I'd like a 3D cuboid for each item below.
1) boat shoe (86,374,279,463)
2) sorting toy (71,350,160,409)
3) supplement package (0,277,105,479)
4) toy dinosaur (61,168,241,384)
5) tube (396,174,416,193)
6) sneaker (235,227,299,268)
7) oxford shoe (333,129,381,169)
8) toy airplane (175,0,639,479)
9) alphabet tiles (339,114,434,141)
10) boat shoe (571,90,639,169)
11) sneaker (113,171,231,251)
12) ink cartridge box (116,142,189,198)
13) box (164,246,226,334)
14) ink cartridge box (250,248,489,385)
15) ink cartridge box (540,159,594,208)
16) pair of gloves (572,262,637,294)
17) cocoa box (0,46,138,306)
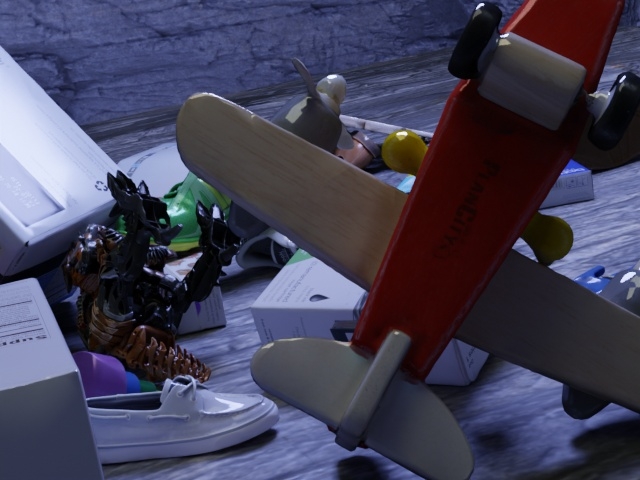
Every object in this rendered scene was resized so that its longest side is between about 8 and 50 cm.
[{"bbox_3d":[-0.132,0.156,1.095,0.184,0.063,0.066,-8,14,8],"label":"boat shoe"},{"bbox_3d":[-0.302,0.135,1.281,0.365,0.127,0.126,7,-8,41],"label":"sorting toy"},{"bbox_3d":[-0.272,0.160,0.936,0.175,0.177,0.293,-13,15,-16],"label":"supplement package"},{"bbox_3d":[-0.189,0.059,1.333,0.322,0.218,0.164,37,14,30],"label":"toy dinosaur"},{"bbox_3d":[0.188,-0.115,2.003,0.080,0.052,0.207,-13,17,29],"label":"tube"},{"bbox_3d":[0.000,0.000,1.615,0.235,0.090,0.095,-9,23,25],"label":"sneaker"},{"bbox_3d":[0.044,-0.161,2.230,0.076,0.076,0.212,-48,11,-4],"label":"oxford shoe"},{"bbox_3d":[0.108,0.008,1.001,0.384,0.386,0.272,-18,1,8],"label":"toy airplane"},{"bbox_3d":[0.117,-0.211,2.276,0.278,0.021,0.284,13,6,16],"label":"alphabet tiles"},{"bbox_3d":[0.379,-0.165,1.906,0.341,0.121,0.110,-17,17,-22],"label":"boat shoe"},{"bbox_3d":[-0.149,-0.067,1.583,0.295,0.123,0.109,-24,19,-31],"label":"sneaker"},{"bbox_3d":[-0.268,-0.104,2.156,0.308,0.091,0.385,-1,15,31],"label":"ink cartridge box"},{"bbox_3d":[-0.176,0.044,1.564,0.063,0.067,0.324,-11,15,-9],"label":"box"},{"bbox_3d":[0.068,0.062,1.215,0.219,0.092,0.160,-2,30,30],"label":"ink cartridge box"},{"bbox_3d":[0.284,-0.073,1.761,0.207,0.046,0.097,-10,15,-4],"label":"ink cartridge box"},{"bbox_3d":[0.323,0.061,1.259,0.159,0.023,0.198,-12,15,-19],"label":"pair of gloves"},{"bbox_3d":[-0.455,-0.075,1.528,0.228,0.347,0.231,-51,-10,34],"label":"cocoa box"}]
